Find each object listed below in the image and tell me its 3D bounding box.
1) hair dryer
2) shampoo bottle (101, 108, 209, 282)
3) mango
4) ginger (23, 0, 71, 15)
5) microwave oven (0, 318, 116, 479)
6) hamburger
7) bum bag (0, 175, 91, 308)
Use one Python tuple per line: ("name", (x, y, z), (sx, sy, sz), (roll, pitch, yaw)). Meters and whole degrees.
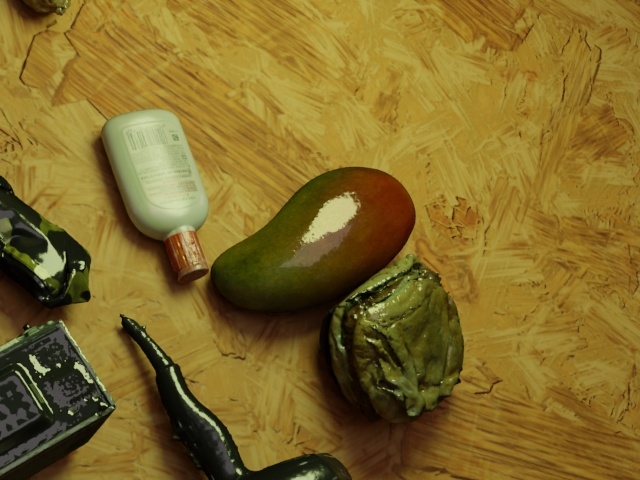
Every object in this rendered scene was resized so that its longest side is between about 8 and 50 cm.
("hair dryer", (-0.161, 0.242, 1.424), (0.303, 0.120, 0.359), (-28, 70, -22))
("shampoo bottle", (-0.191, -0.055, 1.565), (0.108, 0.051, 0.221), (-11, 71, -34))
("mango", (0.004, 0.003, 1.600), (0.289, 0.129, 0.146), (-40, 90, -29))
("ginger", (-0.381, -0.358, 1.606), (0.190, 0.069, 0.095), (43, 48, -2))
("microwave oven", (-0.337, 0.185, 1.291), (0.205, 0.163, 0.129), (-30, 79, -33))
("hamburger", (0.089, 0.125, 1.581), (0.206, 0.130, 0.183), (-30, 108, -48))
("bum bag", (-0.348, -0.010, 1.445), (0.232, 0.060, 0.107), (41, 36, -4))
